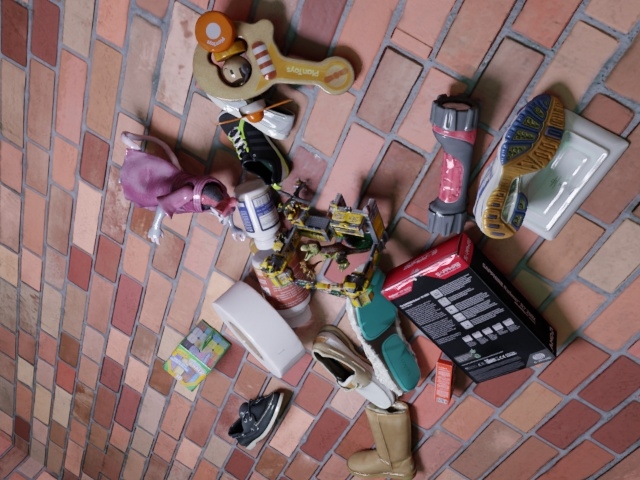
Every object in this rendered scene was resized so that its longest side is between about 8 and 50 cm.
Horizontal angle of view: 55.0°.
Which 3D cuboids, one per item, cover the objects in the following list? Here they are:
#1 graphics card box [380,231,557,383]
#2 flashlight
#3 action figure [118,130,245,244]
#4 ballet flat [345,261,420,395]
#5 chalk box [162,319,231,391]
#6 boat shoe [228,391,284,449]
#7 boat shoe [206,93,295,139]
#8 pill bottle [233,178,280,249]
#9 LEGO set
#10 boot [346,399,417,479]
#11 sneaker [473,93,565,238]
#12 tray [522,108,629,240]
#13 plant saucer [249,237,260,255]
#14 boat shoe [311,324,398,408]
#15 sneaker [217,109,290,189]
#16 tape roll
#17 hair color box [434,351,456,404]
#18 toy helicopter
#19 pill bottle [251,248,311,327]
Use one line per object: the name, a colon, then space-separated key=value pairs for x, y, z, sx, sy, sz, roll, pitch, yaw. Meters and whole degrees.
graphics card box: x=0.351 y=0.169 z=1.445 sx=0.371 sy=0.094 sz=0.233 roll=44 pitch=130 yaw=-16
flashlight: x=0.272 y=-0.152 z=1.304 sx=0.103 sy=0.103 sz=0.303 roll=13 pitch=125 yaw=18
action figure: x=-0.329 y=-0.131 z=1.570 sx=0.370 sy=0.248 sz=0.275 roll=10 pitch=99 yaw=41
ballet flat: x=0.139 y=0.236 z=1.618 sx=0.147 sy=0.147 sz=0.408 roll=-7 pitch=117 yaw=31
chalk box: x=-0.385 y=0.357 z=1.962 sx=0.132 sy=0.132 sz=0.213 roll=41 pitch=131 yaw=-2
boat shoe: x=-0.221 y=0.581 z=2.029 sx=0.113 sy=0.127 sz=0.340 roll=27 pitch=139 yaw=-6
boat shoe: x=-0.160 y=-0.325 z=1.441 sx=0.228 sy=0.079 sz=0.081 roll=31 pitch=120 yaw=1
pill bottle: x=-0.157 y=-0.065 z=1.591 sx=0.094 sy=0.094 sz=0.169 roll=-1 pitch=120 yaw=28
LEGO set: x=0.000 y=0.000 z=1.445 sx=0.331 sy=0.254 sz=0.192 roll=20 pitch=156 yaw=29
boot: x=0.171 y=0.598 z=1.866 sx=0.236 sy=0.089 sz=0.269 roll=-4 pitch=119 yaw=18
sneaker: x=0.381 y=-0.156 z=1.242 sx=0.112 sy=0.131 sz=0.296 roll=19 pitch=106 yaw=-11
tray: x=0.484 y=-0.122 z=1.261 sx=0.145 sy=0.030 sz=0.270 roll=30 pitch=129 yaw=6
plant saucer: x=-0.164 y=0.028 z=1.706 sx=0.084 sy=0.015 sz=0.083 roll=13 pitch=126 yaw=19
boat shoe: x=0.090 y=0.381 z=1.748 sx=0.302 sy=0.103 sz=0.113 roll=43 pitch=130 yaw=-4
sneaker: x=-0.166 y=-0.223 z=1.489 sx=0.235 sy=0.097 sz=0.084 roll=45 pitch=129 yaw=-5
tape roll: x=-0.171 y=0.247 z=1.709 sx=0.286 sy=0.100 sz=0.286 roll=43 pitch=162 yaw=18
hair color box: x=0.332 y=0.357 z=1.627 sx=0.043 sy=0.072 sz=0.141 roll=11 pitch=126 yaw=21
toy helicopter: x=-0.104 y=-0.355 z=1.336 sx=0.355 sy=0.140 sz=0.234 roll=8 pitch=103 yaw=5
pill bottle: x=-0.097 y=0.124 z=1.665 sx=0.121 sy=0.121 sz=0.216 roll=-3 pitch=118 yaw=29
